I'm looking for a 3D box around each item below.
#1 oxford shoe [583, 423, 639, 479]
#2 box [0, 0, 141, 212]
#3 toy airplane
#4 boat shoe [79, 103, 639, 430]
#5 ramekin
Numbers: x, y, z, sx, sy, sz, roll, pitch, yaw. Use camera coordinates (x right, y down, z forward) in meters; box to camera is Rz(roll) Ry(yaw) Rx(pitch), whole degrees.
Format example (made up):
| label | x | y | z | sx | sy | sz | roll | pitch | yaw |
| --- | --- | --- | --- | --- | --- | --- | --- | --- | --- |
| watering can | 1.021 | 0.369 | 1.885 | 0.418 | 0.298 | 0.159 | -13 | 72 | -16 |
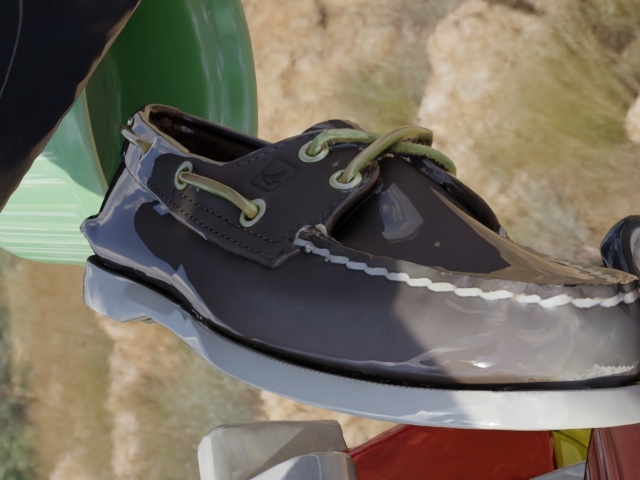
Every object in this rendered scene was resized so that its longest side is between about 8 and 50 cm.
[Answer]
| label | x | y | z | sx | sy | sz | roll | pitch | yaw |
| --- | --- | --- | --- | --- | --- | --- | --- | --- | --- |
| oxford shoe | 0.163 | 0.026 | 0.373 | 0.348 | 0.130 | 0.123 | 94 | 180 | -46 |
| box | -0.327 | -0.081 | 0.408 | 0.472 | 0.297 | 0.480 | -53 | -13 | 11 |
| toy airplane | 0.106 | 0.175 | 0.749 | 0.272 | 0.384 | 0.386 | 62 | -171 | 7 |
| boat shoe | 0.000 | 0.000 | 0.502 | 0.324 | 0.116 | 0.097 | 12 | 97 | 58 |
| ramekin | -0.179 | -0.119 | 1.056 | 0.148 | 0.303 | 0.303 | -2 | 72 | 22 |
